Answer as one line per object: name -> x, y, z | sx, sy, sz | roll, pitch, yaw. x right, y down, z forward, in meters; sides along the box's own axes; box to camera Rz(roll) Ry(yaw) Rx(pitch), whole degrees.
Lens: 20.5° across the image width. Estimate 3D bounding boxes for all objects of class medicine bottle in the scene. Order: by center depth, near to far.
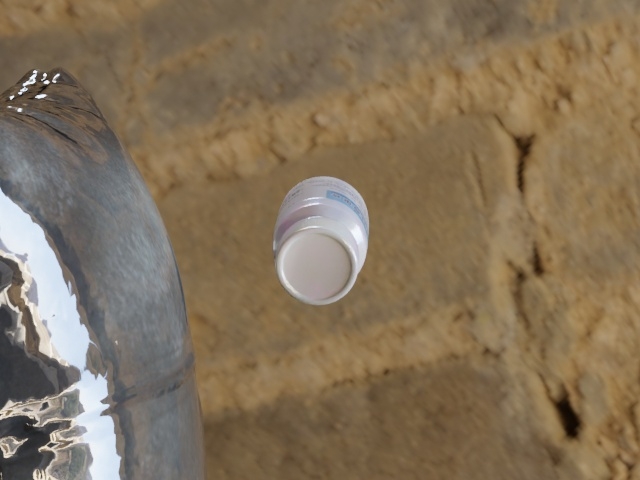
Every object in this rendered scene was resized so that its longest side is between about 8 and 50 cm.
medicine bottle -> 0.000, 0.000, 0.976 | 0.052, 0.089, 0.052 | 1, -72, 3

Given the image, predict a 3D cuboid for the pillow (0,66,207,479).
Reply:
pillow -> -0.095, 0.065, 0.621 | 0.106, 0.186, 0.250 | -8, -82, 7
